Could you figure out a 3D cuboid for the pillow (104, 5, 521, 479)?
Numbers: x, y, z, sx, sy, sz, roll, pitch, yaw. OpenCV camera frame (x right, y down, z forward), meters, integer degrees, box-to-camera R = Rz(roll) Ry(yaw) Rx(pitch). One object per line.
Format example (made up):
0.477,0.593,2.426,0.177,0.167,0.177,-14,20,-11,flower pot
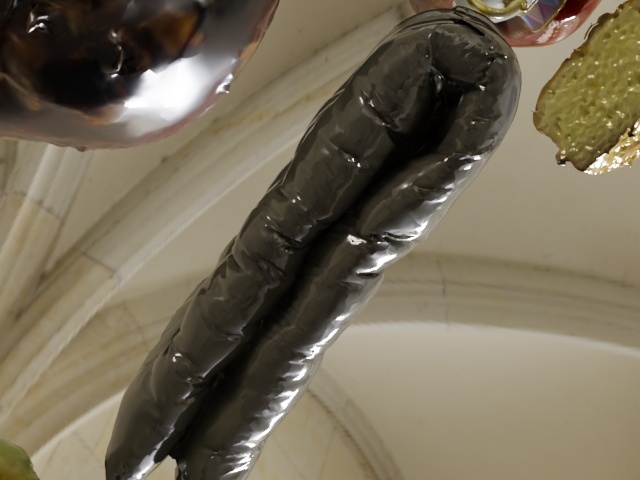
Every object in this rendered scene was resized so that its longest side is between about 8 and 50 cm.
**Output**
0.000,0.000,0.668,0.101,0.228,0.326,33,-74,-3,pillow

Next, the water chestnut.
-0.183,-0.216,0.788,0.335,0.347,0.335,-3,-71,-9,water chestnut

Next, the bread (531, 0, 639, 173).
0.377,-0.181,1.315,0.139,0.143,0.229,9,-46,-45,bread

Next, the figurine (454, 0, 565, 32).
0.123,-0.305,1.064,0.263,0.189,0.142,25,-46,-11,figurine

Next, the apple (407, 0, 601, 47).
0.240,-0.399,1.414,0.288,0.317,0.288,6,-25,3,apple

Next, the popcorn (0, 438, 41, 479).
-0.227,0.240,0.609,0.321,0.290,0.326,28,-62,14,popcorn
